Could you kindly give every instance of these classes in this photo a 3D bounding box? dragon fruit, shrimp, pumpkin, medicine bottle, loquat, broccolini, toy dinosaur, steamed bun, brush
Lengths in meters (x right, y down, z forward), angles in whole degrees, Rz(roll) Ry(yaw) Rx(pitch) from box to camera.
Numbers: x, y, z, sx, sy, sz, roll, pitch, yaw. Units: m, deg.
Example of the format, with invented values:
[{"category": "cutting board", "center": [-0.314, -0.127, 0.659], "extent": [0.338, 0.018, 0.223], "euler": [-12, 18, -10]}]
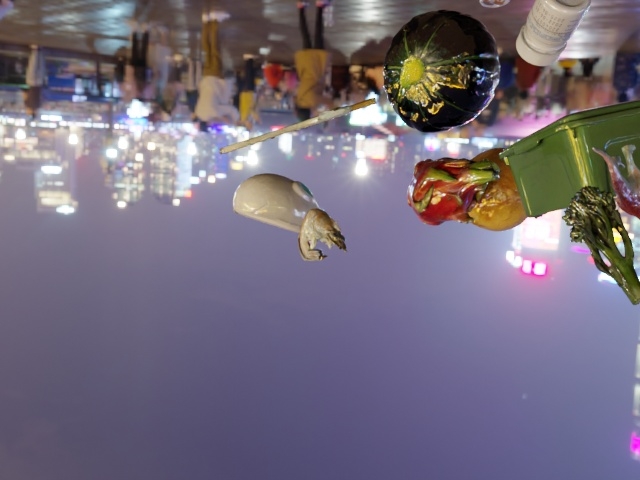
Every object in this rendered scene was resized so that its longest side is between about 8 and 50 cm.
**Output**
[{"category": "dragon fruit", "center": [0.346, -0.134, 1.883], "extent": [0.269, 0.198, 0.200], "euler": [-17, 174, 26]}, {"category": "shrimp", "center": [0.000, 0.000, 1.684], "extent": [0.048, 0.126, 0.223], "euler": [17, -169, -27]}, {"category": "pumpkin", "center": [0.312, -0.415, 1.788], "extent": [0.296, 0.295, 0.296], "euler": [3, -172, 0]}, {"category": "medicine bottle", "center": [0.483, -0.455, 1.526], "extent": [0.105, 0.105, 0.168], "euler": [2, 155, -5]}, {"category": "loquat", "center": [0.488, -0.138, 2.015], "extent": [0.238, 0.238, 0.193], "euler": [6, 164, 20]}, {"category": "broccolini", "center": [0.407, 0.000, 1.047], "extent": [0.068, 0.091, 0.202], "euler": [31, -151, -30]}, {"category": "toy dinosaur", "center": [0.490, -0.073, 1.158], "extent": [0.053, 0.167, 0.242], "euler": [-17, 157, 34]}, {"category": "steamed bun", "center": [-0.109, -0.101, 1.900], "extent": [0.228, 0.130, 0.177], "euler": [16, 177, -10]}, {"category": "brush", "center": [-0.049, -0.236, 1.508], "extent": [0.337, 0.020, 0.085], "euler": [-19, -170, 0]}]

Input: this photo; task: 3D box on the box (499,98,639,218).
[{"category": "box", "center": [0.525, -0.150, 1.424], "extent": [0.253, 0.177, 0.329], "euler": [-11, 176, -8]}]

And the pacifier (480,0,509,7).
[{"category": "pacifier", "center": [0.414, -0.595, 1.736], "extent": [0.099, 0.078, 0.081], "euler": [3, 160, -30]}]
